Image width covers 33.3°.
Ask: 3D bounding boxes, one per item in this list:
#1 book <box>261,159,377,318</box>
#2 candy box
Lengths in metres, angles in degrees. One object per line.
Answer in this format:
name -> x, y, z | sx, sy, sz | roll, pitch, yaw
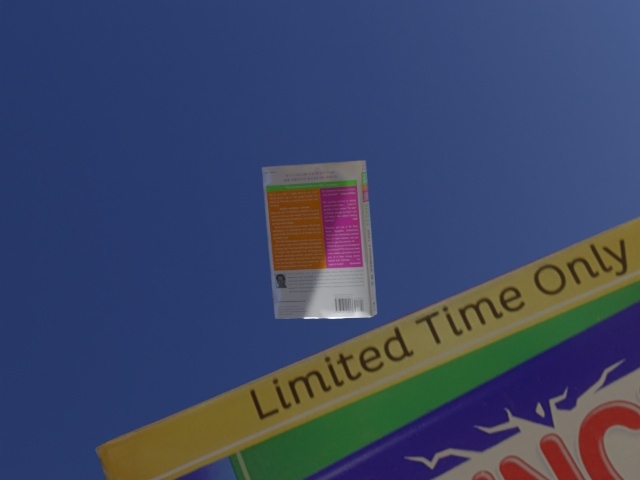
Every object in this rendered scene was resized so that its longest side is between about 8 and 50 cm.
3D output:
book -> 0.000, 0.000, 0.996 | 0.035, 0.096, 0.144 | -18, -74, -71
candy box -> 0.107, 0.169, 0.384 | 0.122, 0.268, 0.317 | 61, -175, -74
